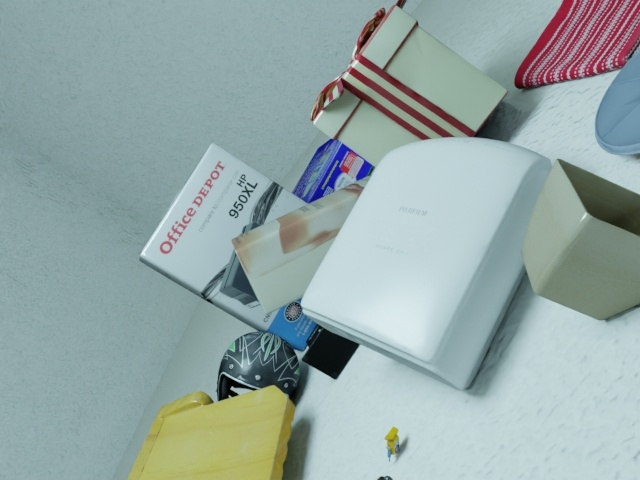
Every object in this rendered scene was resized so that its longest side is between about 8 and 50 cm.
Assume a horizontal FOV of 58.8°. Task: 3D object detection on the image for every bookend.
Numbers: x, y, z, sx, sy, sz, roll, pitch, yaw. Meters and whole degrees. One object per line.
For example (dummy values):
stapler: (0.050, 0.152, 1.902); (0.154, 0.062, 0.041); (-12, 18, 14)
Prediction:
bookend: (0.027, 0.141, 1.028); (0.156, 0.072, 0.157); (-57, 13, 3)

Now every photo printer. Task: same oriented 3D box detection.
photo printer: (0.139, 0.003, 0.724); (0.256, 0.107, 0.307); (17, 72, 50)

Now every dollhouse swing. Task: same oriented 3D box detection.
dollhouse swing: (-0.165, 0.460, 0.950); (0.305, 0.315, 0.346); (-9, 32, 14)

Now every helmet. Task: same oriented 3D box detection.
helmet: (-0.117, 0.254, 1.090); (0.169, 0.169, 0.161); (-86, 15, -64)

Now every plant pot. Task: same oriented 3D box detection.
plant pot: (0.245, 0.006, 0.517); (0.109, 0.109, 0.096); (-78, 13, -57)

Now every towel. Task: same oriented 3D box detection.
towel: (0.408, -0.324, 0.843); (0.198, 0.031, 0.275); (-57, 14, 2)

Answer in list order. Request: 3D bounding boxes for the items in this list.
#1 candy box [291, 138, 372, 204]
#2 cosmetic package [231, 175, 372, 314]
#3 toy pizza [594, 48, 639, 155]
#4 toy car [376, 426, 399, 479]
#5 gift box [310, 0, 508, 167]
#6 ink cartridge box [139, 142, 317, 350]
candy box: (0.024, -0.171, 1.652); (0.268, 0.122, 0.317); (-61, 15, -12)
cosmetic package: (0.000, 0.000, 1.032); (0.296, 0.129, 0.153); (-25, 11, -9)
toy pizza: (0.377, -0.168, 0.591); (0.201, 0.032, 0.201); (-53, 13, 18)
toy car: (0.092, 0.266, 0.634); (0.122, 0.060, 0.040); (-48, -46, -60)
gift box: (0.146, -0.244, 0.968); (0.255, 0.258, 0.276); (-54, -4, 11)
ink cartridge box: (-0.154, 0.020, 1.249); (0.285, 0.395, 0.166); (-61, 13, -13)
